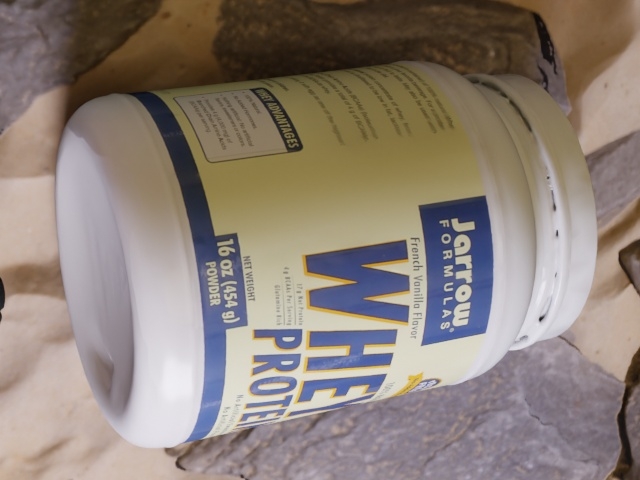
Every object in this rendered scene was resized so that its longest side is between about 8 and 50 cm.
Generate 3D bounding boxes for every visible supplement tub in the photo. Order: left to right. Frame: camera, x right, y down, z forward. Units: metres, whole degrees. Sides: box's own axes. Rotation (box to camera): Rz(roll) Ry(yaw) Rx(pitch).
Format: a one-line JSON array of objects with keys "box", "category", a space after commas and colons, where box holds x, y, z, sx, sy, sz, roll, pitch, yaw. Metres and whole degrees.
[{"box": [0.000, 0.000, 0.945, 0.324, 0.235, 0.235, -10, 111, -22], "category": "supplement tub"}]

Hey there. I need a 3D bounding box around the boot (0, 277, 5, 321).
[{"box": [-0.337, 0.104, 0.878, 0.207, 0.094, 0.247, 17, 95, -35], "category": "boot"}]
